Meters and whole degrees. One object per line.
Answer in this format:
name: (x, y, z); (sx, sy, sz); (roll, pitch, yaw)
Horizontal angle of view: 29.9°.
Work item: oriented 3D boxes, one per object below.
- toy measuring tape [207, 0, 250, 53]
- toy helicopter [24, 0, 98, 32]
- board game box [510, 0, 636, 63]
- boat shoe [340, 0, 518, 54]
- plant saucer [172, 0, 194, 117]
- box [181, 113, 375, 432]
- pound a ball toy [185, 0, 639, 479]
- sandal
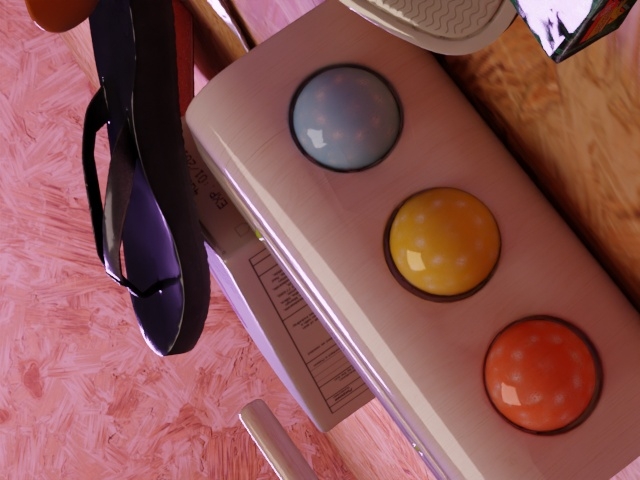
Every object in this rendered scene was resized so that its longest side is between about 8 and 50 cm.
toy measuring tape: (-0.144, -0.203, 0.949); (0.330, 0.121, 0.121); (60, 170, -31)
toy helicopter: (-0.217, -0.224, 0.553); (0.235, 0.140, 0.355); (36, 176, 12)
board game box: (0.051, -0.138, 0.252); (0.136, 0.030, 0.259); (55, 172, 8)
boat shoe: (0.003, -0.169, 0.492); (0.233, 0.084, 0.079); (46, -152, 12)
plant saucer: (-0.148, -0.092, 1.207); (0.258, 0.048, 0.259); (106, 163, -71)
box: (0.000, 0.000, 0.830); (0.127, 0.149, 0.232); (49, 169, 37)
pound a ball toy: (0.041, 0.052, 0.612); (0.319, 0.208, 0.136); (54, 172, 10)
sandal: (-0.116, -0.047, 0.704); (0.097, 0.055, 0.254); (34, 136, 52)
